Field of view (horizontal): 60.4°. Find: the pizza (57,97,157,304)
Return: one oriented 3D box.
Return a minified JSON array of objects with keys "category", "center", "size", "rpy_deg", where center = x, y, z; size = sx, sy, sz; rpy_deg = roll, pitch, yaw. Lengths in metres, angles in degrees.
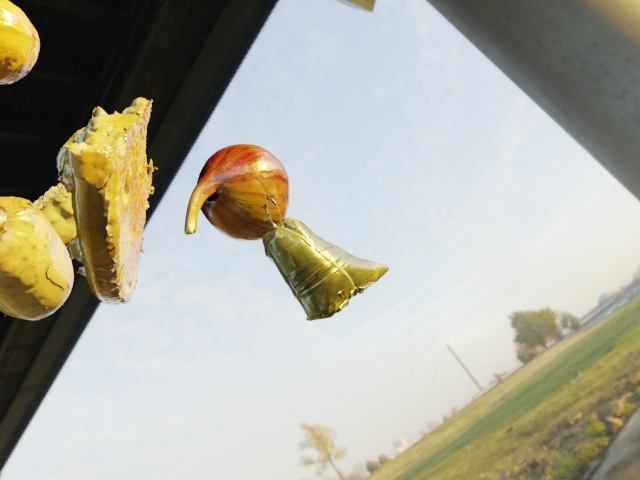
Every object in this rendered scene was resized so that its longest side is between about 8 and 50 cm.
[{"category":"pizza","center":[-0.260,-0.054,0.670],"size":[0.089,0.223,0.323],"rpy_deg":[7,-33,-11]}]

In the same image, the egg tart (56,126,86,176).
[{"category":"egg tart","center":[-0.588,-0.181,1.381],"size":[0.197,0.197,0.078],"rpy_deg":[-49,-4,29]}]

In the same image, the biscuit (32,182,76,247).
[{"category":"biscuit","center":[-0.498,-0.063,1.125],"size":[0.290,0.038,0.141],"rpy_deg":[-43,-49,-17]}]

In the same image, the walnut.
[{"category":"walnut","center":[-0.584,-0.334,0.925],"size":[0.207,0.159,0.159],"rpy_deg":[-8,-27,-4]}]

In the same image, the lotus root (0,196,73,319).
[{"category":"lotus root","center":[-0.507,0.040,0.936],"size":[0.146,0.160,0.284],"rpy_deg":[8,-30,3]}]

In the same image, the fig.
[{"category":"fig","center":[-0.154,-0.089,0.955],"size":[0.175,0.175,0.207],"rpy_deg":[-47,-29,24]}]

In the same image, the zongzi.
[{"category":"zongzi","center":[0.000,0.000,0.623],"size":[0.130,0.154,0.062],"rpy_deg":[-32,-2,-36]}]
